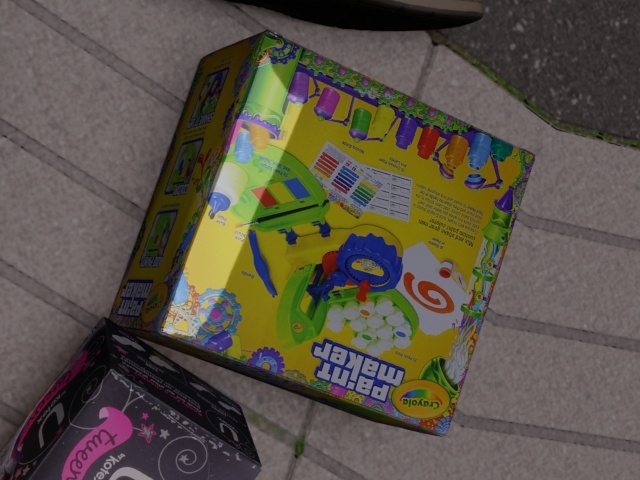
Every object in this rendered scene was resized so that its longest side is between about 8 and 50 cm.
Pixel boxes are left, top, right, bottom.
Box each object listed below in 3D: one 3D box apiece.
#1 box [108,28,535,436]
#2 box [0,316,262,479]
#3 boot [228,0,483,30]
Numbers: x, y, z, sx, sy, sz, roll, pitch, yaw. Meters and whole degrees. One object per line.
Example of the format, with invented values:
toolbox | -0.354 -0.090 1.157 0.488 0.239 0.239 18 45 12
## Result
box | 0.000 0.000 1.318 0.290 0.177 0.279 23 80 -22
box | -0.191 0.220 1.208 0.163 0.142 0.247 36 95 -19
boot | -0.004 -0.358 1.354 0.377 0.138 0.284 9 85 -18
